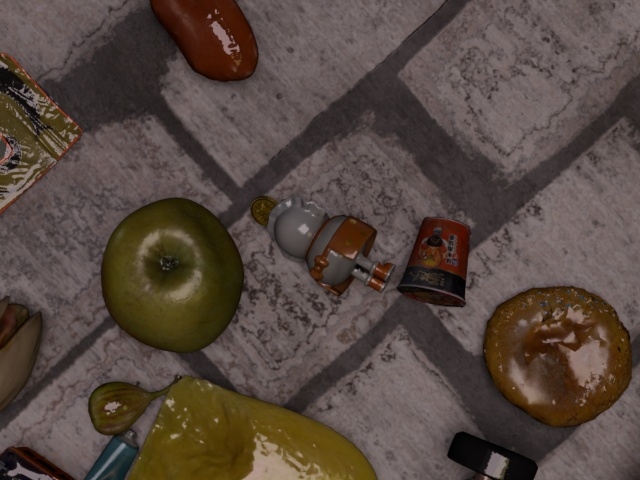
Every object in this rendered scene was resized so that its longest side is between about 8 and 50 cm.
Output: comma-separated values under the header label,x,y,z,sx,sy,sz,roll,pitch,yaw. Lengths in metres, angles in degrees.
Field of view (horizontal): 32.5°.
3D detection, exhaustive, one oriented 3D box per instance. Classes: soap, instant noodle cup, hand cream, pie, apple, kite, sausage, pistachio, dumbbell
label,x,y,z,sx,sy,sz,roll,pitch,yaw
soap,-0.109,0.429,1.860,0.427,0.115,0.306,23,83,-1
instant noodle cup,0.206,0.035,1.907,0.127,0.127,0.136,15,77,-1
hand cream,-0.381,0.424,1.881,0.083,0.048,0.224,33,85,-34
pie,0.418,0.199,1.923,0.273,0.069,0.273,1,83,-6
apple,-0.249,0.060,1.844,0.260,0.194,0.261,0,80,2
kite,-0.610,-0.172,1.938,0.377,0.013,0.328,-2,87,-3
sausage,-0.202,-0.387,1.911,0.133,0.133,0.258,-35,85,-4
pistachio,-0.552,0.201,1.848,0.144,0.144,0.215,25,78,0
dumbbell,0.260,0.448,1.855,0.152,0.152,0.218,24,85,0

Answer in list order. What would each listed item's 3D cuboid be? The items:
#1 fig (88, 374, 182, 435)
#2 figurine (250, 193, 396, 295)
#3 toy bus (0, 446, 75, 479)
label,x,y,z,sx,sy,sz,roll,pitch,yaw
fig,-0.323,0.264,1.878,0.166,0.093,0.093,-34,88,-3
figurine,-0.001,0.006,1.890,0.271,0.143,0.143,20,85,-2
toy bus,-0.550,0.510,1.819,0.143,0.153,0.329,33,84,1
